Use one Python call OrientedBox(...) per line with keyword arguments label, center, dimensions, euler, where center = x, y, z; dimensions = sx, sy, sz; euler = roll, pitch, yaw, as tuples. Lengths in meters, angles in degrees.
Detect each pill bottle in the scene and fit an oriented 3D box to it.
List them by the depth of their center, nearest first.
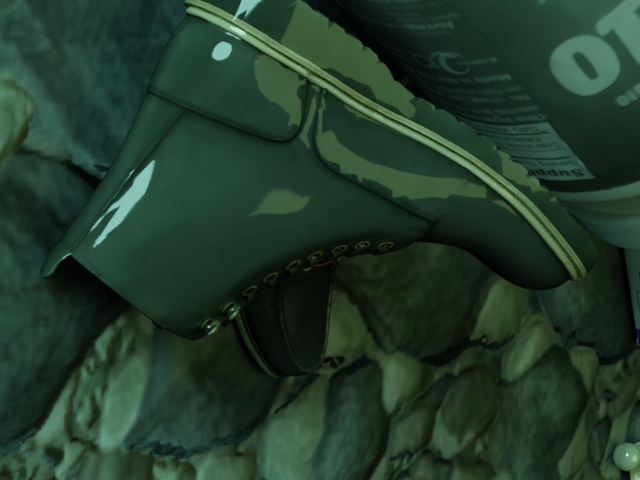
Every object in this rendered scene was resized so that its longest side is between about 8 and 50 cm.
OrientedBox(label="pill bottle", center=(0.106, -0.116, 0.834), dimensions=(0.283, 0.161, 0.161), euler=(40, 65, -48))

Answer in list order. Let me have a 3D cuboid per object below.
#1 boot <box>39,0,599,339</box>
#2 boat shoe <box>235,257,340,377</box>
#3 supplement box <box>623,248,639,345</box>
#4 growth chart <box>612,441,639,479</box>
OrientedBox(label="boot", center=(0.000, 0.000, 0.752), dimensions=(0.198, 0.077, 0.137), euler=(34, 88, -20))
OrientedBox(label="boat shoe", center=(-0.010, -0.004, 0.804), dimensions=(0.049, 0.042, 0.133), euler=(-20, 113, -51))
OrientedBox(label="supplement box", center=(0.230, -0.056, 1.049), dimensions=(0.111, 0.114, 0.220), euler=(-37, 122, -42))
OrientedBox(label="growth chart", center=(0.192, 0.226, 1.124), dimensions=(0.172, 0.021, 0.237), euler=(24, 77, -52))
